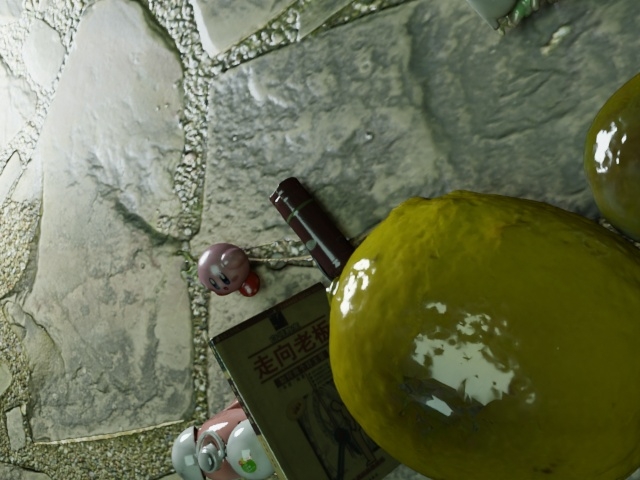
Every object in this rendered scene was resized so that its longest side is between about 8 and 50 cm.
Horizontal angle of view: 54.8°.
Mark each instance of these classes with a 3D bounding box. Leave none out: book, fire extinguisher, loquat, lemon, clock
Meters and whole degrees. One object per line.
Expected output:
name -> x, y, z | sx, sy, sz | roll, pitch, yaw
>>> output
book -> -0.005, 0.179, 0.702 | 0.231, 0.161, 0.026 | 60, 147, 9
fire extinguisher -> 0.000, 0.000, 0.732 | 0.157, 0.045, 0.078 | 50, 150, 15
loquat -> 0.294, -0.071, 0.454 | 0.195, 0.152, 0.152 | -27, 84, 45
lemon -> 0.147, 0.085, 0.523 | 0.283, 0.260, 0.261 | -11, 94, 18
clock -> -0.088, 0.237, 0.765 | 0.165, 0.162, 0.093 | -18, 87, 35

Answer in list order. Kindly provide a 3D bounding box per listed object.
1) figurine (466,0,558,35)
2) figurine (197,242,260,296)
figurine -> 0.194, -0.258, 0.540 | 0.098, 0.081, 0.146 | 35, 122, -26
figurine -> -0.127, 0.038, 0.808 | 0.083, 0.071, 0.067 | -18, 47, 28
